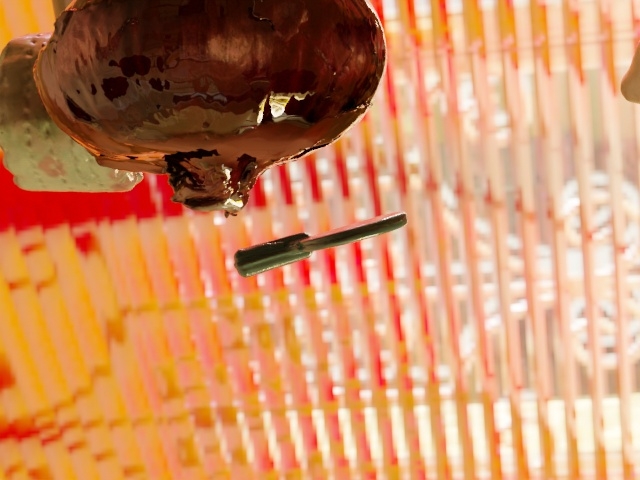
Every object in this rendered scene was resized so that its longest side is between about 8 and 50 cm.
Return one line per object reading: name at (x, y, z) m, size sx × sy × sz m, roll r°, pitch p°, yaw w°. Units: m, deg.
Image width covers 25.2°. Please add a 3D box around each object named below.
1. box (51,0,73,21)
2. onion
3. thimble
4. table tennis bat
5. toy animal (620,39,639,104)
box at (-0.171, -0.281, 1.491) m, size 0.149 × 0.226 × 0.226 m, roll 93°, pitch -178°, yaw -53°
onion at (-0.093, -0.140, 1.237) m, size 0.314 × 0.314 × 0.232 m, roll 29°, pitch -124°, yaw -77°
thimble at (-0.270, -0.153, 1.607) m, size 0.211 × 0.149 × 0.185 m, roll -83°, pitch -10°, yaw -49°
table tennis bat at (0.000, 0.000, 1.591) m, size 0.124 × 0.201 × 0.033 m, roll -44°, pitch -63°, yaw -86°
toy animal at (0.380, -0.241, 1.350) m, size 0.367 × 0.241 × 0.196 m, roll -179°, pitch 78°, yaw -76°
